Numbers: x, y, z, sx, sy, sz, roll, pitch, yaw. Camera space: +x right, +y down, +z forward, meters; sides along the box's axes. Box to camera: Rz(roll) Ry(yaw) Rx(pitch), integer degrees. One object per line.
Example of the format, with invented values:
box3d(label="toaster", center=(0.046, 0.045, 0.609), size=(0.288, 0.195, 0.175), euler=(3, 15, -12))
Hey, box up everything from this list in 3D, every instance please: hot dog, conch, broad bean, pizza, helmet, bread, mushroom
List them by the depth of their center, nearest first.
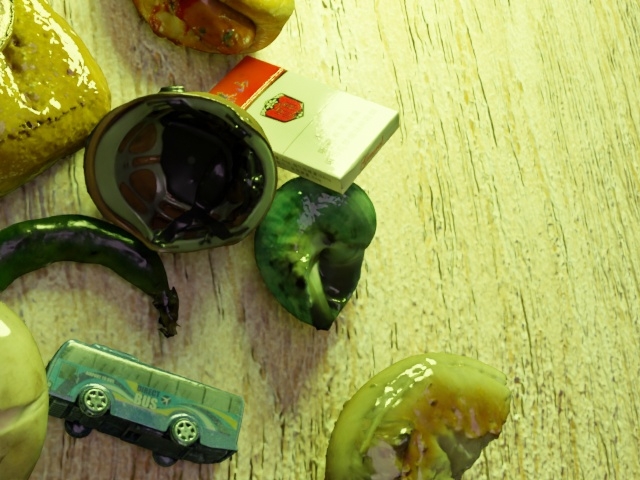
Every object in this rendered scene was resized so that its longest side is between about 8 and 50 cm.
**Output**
box3d(label="mushroom", center=(-0.378, 0.154, 0.946), size=(0.184, 0.255, 0.255), euler=(-1, 71, -61))
box3d(label="pizza", center=(-0.366, -0.243, 1.019), size=(0.100, 0.029, 0.099), euler=(42, 48, -8))
box3d(label="bread", center=(-0.436, -0.196, 1.059), size=(0.337, 0.148, 0.328), euler=(-34, 90, -30))
box3d(label="broad bean", center=(-0.302, 0.038, 1.101), size=(0.292, 0.049, 0.144), euler=(5, 75, -24))
box3d(label="bread", center=(0.094, 0.277, 1.133), size=(0.192, 0.171, 0.314), euler=(22, 65, -14))
box3d(label="helmet", center=(-0.157, -0.089, 1.139), size=(0.224, 0.130, 0.198), euler=(7, 105, 6))
box3d(label="conch", center=(-0.003, 0.002, 1.206), size=(0.188, 0.122, 0.176), euler=(-45, 110, -25))
box3d(label="hot dog", center=(-0.166, -0.347, 1.235), size=(0.256, 0.150, 0.153), euler=(49, 51, -2))

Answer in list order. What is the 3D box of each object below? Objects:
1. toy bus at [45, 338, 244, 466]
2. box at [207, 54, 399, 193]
box3d(label="toy bus", center=(-0.207, 0.190, 1.085), size=(0.236, 0.079, 0.094), euler=(23, 50, -16))
box3d(label="box", center=(-0.037, -0.153, 1.211), size=(0.245, 0.035, 0.139), euler=(26, 60, 26))
